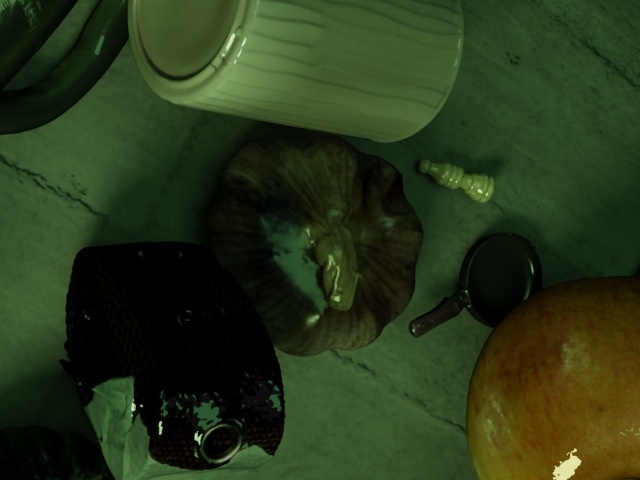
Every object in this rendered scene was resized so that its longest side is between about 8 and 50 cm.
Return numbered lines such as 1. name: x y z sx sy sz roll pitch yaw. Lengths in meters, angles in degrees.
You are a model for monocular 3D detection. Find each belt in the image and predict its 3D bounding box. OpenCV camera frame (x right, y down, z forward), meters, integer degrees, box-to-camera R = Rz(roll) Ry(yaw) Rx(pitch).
1. belt: -0.151 0.111 1.068 0.164 0.289 0.184 -2 113 -27

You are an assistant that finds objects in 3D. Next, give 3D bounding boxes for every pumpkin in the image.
1. pumpkin: -0.264 0.275 1.072 0.221 0.162 0.220 7 76 -29

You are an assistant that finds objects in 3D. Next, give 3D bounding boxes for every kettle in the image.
1. kettle: -0.280 -0.259 1.070 0.324 0.228 0.321 -55 137 -23

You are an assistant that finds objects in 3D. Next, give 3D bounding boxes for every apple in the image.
1. apple: 0.304 0.197 1.282 0.299 0.299 0.275 30 36 -23

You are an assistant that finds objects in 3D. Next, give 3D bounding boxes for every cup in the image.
1. cup: -0.026 -0.245 1.152 0.273 0.208 0.288 2 75 -43

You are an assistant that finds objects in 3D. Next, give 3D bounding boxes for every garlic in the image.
1. garlic: 0.000 0.000 1.214 0.245 0.160 0.244 3 83 -20

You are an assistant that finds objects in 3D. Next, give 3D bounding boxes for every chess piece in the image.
1. chess piece: 0.153 -0.073 1.365 0.092 0.035 0.035 19 80 -22

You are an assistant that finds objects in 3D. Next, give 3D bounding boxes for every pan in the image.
1. pan: 0.173 0.065 1.365 0.212 0.040 0.114 -24 100 -32

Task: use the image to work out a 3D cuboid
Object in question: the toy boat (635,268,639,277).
1. toy boat: 0.428 0.059 1.474 0.057 0.077 0.200 39 72 -19
